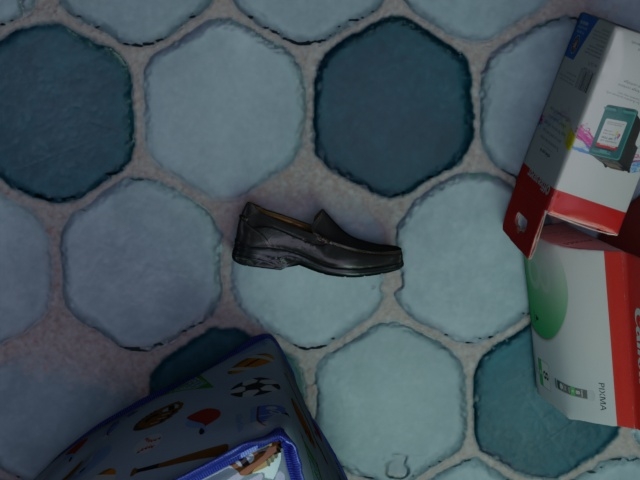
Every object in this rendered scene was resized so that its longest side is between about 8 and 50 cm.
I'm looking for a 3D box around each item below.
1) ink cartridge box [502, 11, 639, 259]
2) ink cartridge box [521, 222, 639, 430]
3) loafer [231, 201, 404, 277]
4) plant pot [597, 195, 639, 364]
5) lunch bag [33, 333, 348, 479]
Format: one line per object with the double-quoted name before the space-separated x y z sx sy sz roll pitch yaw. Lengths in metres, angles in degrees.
"ink cartridge box" 0.257 -0.092 1.472 0.078 0.134 0.231 18 102 -9
"ink cartridge box" 0.261 0.091 1.469 0.056 0.225 0.181 -9 103 -10
"loafer" 0.000 0.000 1.513 0.170 0.062 0.061 5 98 -7
"plant pot" 0.407 0.089 1.472 0.275 0.243 0.275 -1 104 -4
"lunch bag" -0.164 0.296 1.435 0.385 0.328 0.239 -26 100 1
